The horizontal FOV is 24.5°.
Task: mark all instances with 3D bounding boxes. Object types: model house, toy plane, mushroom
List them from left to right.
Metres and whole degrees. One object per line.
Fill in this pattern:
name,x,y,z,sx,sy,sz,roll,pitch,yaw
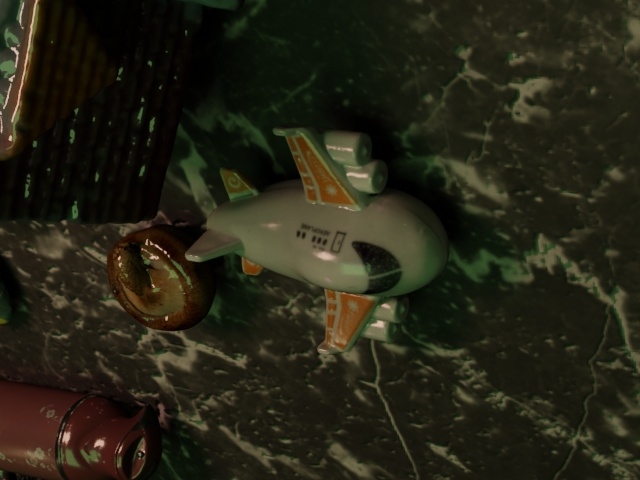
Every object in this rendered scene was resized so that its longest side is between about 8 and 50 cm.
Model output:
model house,-0.246,-0.156,1.240,0.339,0.297,0.360,11,106,-10
mushroom,-0.163,0.041,1.508,0.127,0.087,0.127,20,129,26
toy plane,0.000,0.000,1.346,0.245,0.117,0.244,18,129,23

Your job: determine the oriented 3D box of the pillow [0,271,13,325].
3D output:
pillow,-0.465,0.050,1.733,0.214,0.086,0.233,39,134,-12

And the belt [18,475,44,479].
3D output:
belt,-0.396,0.401,1.804,0.207,0.295,0.160,-33,101,11

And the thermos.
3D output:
thermos,-0.329,0.238,1.736,0.330,0.136,0.109,5,149,31
